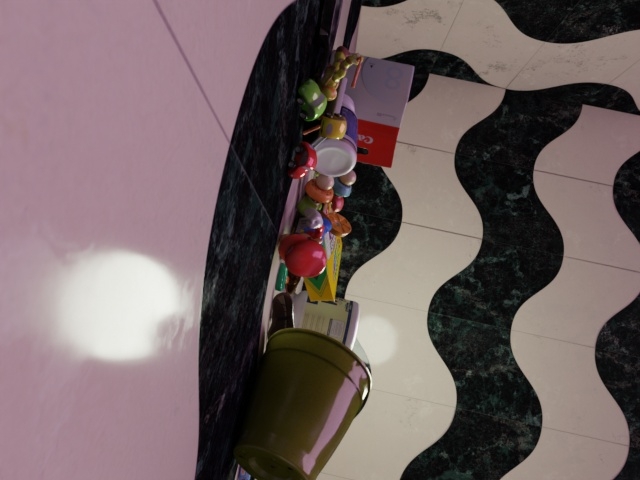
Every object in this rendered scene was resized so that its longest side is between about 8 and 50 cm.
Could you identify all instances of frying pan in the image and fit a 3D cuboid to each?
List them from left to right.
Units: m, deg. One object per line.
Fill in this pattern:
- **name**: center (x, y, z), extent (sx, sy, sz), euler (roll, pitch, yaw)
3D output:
- **frying pan**: center (0.018, -0.531, 1.147), extent (0.197, 0.053, 0.327), euler (94, 9, -82)

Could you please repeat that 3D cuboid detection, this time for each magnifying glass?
- **magnifying glass**: center (-0.127, 0.128, 1.498), extent (0.231, 0.026, 0.092), euler (76, 25, -82)

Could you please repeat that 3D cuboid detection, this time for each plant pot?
- **plant pot**: center (-0.074, 0.517, 1.303), extent (0.353, 0.366, 0.367), euler (-59, 165, -46)

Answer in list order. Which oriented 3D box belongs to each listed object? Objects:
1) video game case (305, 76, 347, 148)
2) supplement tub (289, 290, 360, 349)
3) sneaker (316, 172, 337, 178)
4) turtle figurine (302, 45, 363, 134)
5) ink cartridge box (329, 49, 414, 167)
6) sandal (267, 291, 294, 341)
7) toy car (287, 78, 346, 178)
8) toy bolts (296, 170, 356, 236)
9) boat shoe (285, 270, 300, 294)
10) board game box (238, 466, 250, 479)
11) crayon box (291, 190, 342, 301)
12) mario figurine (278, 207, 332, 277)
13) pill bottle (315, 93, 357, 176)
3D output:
- **video game case**: center (0.012, -0.370, 1.317), extent (0.173, 0.022, 0.191), euler (-26, -133, 56)
- **supplement tub**: center (-0.006, 0.351, 1.923), extent (0.235, 0.324, 0.236), euler (12, 90, -88)
- **sneaker**: center (0.043, -0.352, 2.173), extent (0.385, 0.147, 0.145), euler (-105, 178, -53)
- **turtle figurine**: center (0.019, -0.434, 1.213), extent (0.269, 0.087, 0.218), euler (-47, -155, 40)
- **ink cartridge box**: center (0.150, -0.479, 1.591), extent (0.091, 0.307, 0.386), euler (98, 6, -74)
- **sandal**: center (-0.135, 0.256, 1.463), extent (0.060, 0.089, 0.220), euler (-118, -153, -57)
- **toy car**: center (-0.007, -0.286, 1.080), extent (0.239, 0.053, 0.225), euler (-51, 152, -23)
- **toy bolts**: center (0.063, -0.152, 1.544), extent (0.159, 0.218, 0.228), euler (-54, 176, 35)
- **boat shoe**: center (-0.102, 0.139, 1.666), extent (0.178, 0.064, 0.060), euler (104, -2, -48)
- **board game box**: center (-0.239, 0.713, 1.538), extent (0.160, 0.039, 0.212), euler (-74, 174, -75)
- **crayon box**: center (0.000, 0.000, 1.713), extent (0.363, 0.105, 0.313), euler (-78, 158, -52)
- **mario figurine**: center (-0.058, -0.007, 1.315), extent (0.320, 0.169, 0.198), euler (-63, 147, -72)
- **pill bottle**: center (0.046, -0.354, 1.447), extent (0.153, 0.153, 0.265), euler (100, -3, -56)
